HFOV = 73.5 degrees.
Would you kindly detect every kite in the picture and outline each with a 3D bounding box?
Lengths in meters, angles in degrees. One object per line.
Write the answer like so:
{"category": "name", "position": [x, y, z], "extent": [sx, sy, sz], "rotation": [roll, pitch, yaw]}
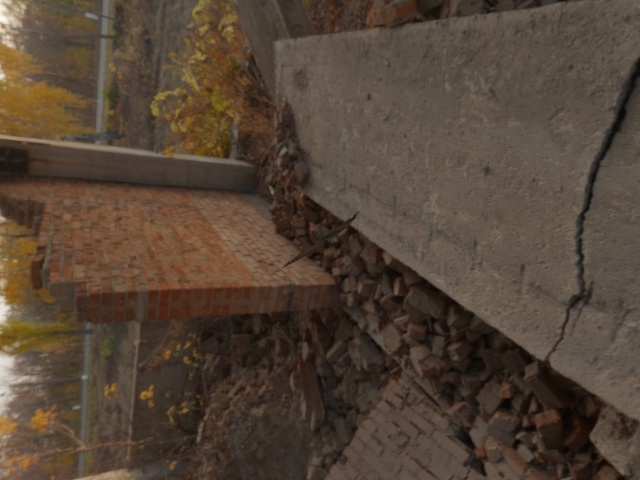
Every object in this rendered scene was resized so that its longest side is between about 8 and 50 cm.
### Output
{"category": "kite", "position": [0.000, -0.001, 0.586], "extent": [0.137, 0.152, 0.005], "rotation": [-37, 80, 9]}
